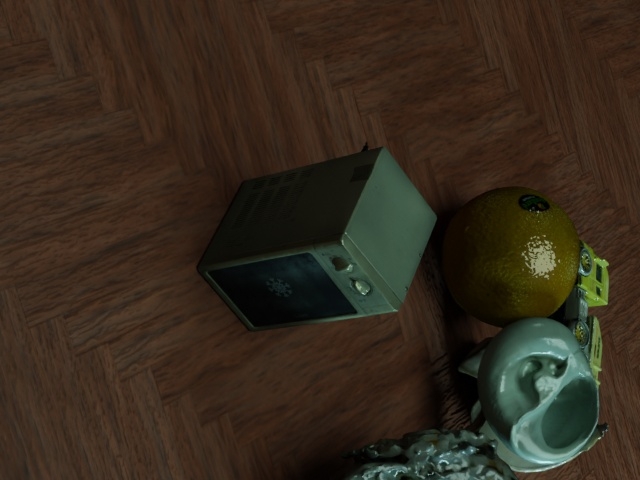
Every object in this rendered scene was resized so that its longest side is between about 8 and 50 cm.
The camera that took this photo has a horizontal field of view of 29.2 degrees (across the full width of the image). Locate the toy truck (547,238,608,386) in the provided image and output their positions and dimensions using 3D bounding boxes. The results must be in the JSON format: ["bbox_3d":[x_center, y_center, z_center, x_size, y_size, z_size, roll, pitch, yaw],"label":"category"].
[{"bbox_3d":[0.435,0.147,2.138,0.157,0.124,0.272,28,61,-44],"label":"toy truck"}]

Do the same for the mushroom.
[{"bbox_3d":[0.310,0.282,1.974,0.236,0.173,0.162,42,85,10],"label":"mushroom"}]

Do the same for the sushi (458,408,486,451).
[{"bbox_3d":[0.200,0.379,1.817,0.109,0.134,0.273,6,82,-22],"label":"sushi"}]

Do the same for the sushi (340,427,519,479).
[{"bbox_3d":[0.130,0.435,1.598,0.417,0.176,0.418,1,88,-30],"label":"sushi"}]

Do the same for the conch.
[{"bbox_3d":[0.324,0.226,1.829,0.121,0.184,0.221,71,30,-68],"label":"conch"}]

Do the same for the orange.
[{"bbox_3d":[0.298,0.026,1.929,0.236,0.236,0.236,15,71,-48],"label":"orange"}]

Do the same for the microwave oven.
[{"bbox_3d":[0.000,0.000,1.551,0.145,0.240,0.194,53,46,-28],"label":"microwave oven"}]
